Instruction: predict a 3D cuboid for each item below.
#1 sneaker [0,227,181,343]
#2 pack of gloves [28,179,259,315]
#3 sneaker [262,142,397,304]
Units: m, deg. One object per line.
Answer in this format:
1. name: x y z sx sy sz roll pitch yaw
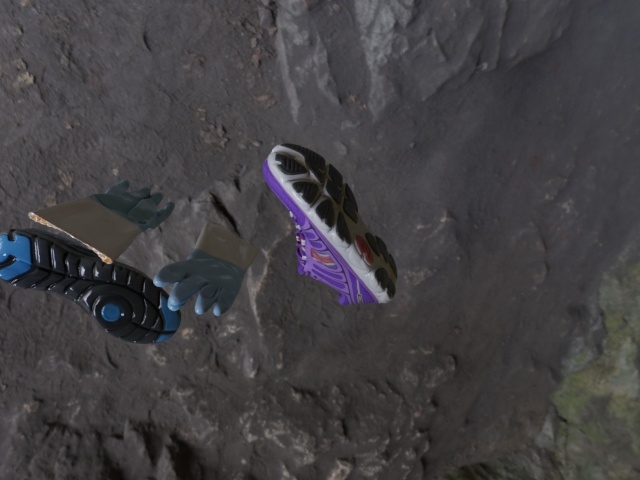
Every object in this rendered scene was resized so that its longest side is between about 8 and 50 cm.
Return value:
1. sneaker: -0.408 0.069 0.927 0.341 0.140 0.125 33 92 -17
2. pack of gloves: -0.178 0.011 0.568 0.195 0.232 0.046 30 104 -6
3. sneaker: 0.000 0.000 0.413 0.071 0.068 0.169 -19 124 25
